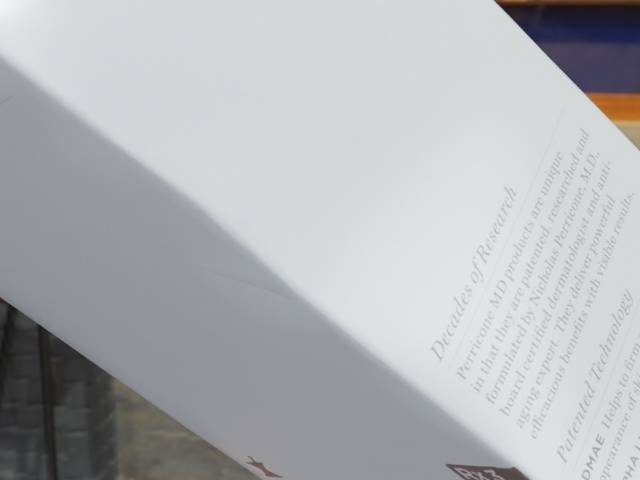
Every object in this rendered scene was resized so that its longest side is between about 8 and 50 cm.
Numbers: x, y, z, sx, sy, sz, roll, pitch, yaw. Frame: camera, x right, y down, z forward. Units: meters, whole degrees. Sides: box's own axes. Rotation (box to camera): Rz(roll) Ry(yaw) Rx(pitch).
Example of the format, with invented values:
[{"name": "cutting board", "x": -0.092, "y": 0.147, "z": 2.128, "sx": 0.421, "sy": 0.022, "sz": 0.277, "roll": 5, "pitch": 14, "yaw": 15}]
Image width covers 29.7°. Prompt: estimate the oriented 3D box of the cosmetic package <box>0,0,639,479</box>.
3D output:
[{"name": "cosmetic package", "x": 0.000, "y": 0.000, "z": 0.511, "sx": 0.385, "sy": 0.156, "sz": 0.217, "roll": 37, "pitch": -27, "yaw": -23}]
